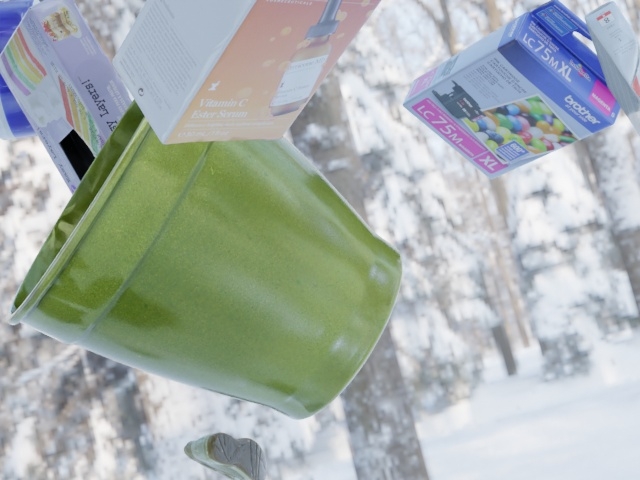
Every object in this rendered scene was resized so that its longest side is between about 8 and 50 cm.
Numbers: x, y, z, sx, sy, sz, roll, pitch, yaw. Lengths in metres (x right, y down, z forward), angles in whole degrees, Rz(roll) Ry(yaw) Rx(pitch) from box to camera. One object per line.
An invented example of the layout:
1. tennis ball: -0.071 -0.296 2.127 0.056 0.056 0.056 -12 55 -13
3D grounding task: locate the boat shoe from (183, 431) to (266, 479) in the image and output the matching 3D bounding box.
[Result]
1. boat shoe: -0.122 0.290 1.596 0.048 0.056 0.153 -11 -23 25

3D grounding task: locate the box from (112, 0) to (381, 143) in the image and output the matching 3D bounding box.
1. box: -0.055 -0.164 0.914 0.130 0.091 0.170 -8 -34 -45

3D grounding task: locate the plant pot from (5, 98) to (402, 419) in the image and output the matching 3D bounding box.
1. plant pot: -0.109 0.022 1.376 0.353 0.366 0.366 32 -23 -14

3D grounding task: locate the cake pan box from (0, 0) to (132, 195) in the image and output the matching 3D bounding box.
1. cake pan box: -0.333 -0.178 1.651 0.070 0.267 0.245 -32 6 -25

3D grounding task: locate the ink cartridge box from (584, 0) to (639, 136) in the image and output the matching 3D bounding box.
1. ink cartridge box: 0.364 -0.163 1.345 0.045 0.179 0.145 -31 -36 7

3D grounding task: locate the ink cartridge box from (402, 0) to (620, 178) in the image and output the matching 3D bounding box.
1. ink cartridge box: 0.272 -0.198 1.637 0.311 0.186 0.065 -27 31 54

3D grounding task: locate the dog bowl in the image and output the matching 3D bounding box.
1. dog bowl: -0.576 -0.329 2.300 0.104 0.265 0.265 -7 -7 -4
